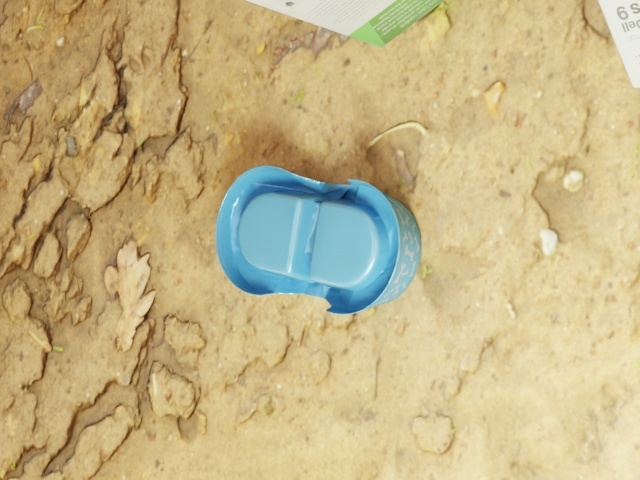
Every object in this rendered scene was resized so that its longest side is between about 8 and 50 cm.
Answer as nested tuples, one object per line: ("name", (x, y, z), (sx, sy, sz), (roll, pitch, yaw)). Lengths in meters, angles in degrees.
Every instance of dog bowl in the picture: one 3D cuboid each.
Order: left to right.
("dog bowl", (0.000, 0.000, 1.942), (0.297, 0.074, 0.166), (11, 93, 40))

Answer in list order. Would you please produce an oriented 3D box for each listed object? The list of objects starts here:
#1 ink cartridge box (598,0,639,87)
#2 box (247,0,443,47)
("ink cartridge box", (0.374, -0.318, 1.544), (0.211, 0.121, 0.289), (-10, 114, 42))
("box", (0.047, -0.336, 1.776), (0.232, 0.322, 0.058), (-34, 61, 32))
